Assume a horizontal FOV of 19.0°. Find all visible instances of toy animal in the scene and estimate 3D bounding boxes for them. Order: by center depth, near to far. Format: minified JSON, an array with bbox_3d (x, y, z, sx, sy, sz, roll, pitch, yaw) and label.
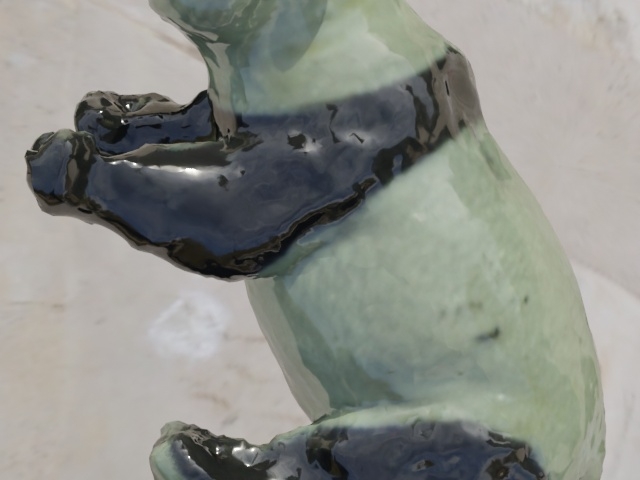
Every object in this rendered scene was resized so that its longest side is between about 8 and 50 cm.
[{"bbox_3d":[0.000,0.000,0.524,0.121,0.094,0.225,-20,106,12],"label":"toy animal"}]
